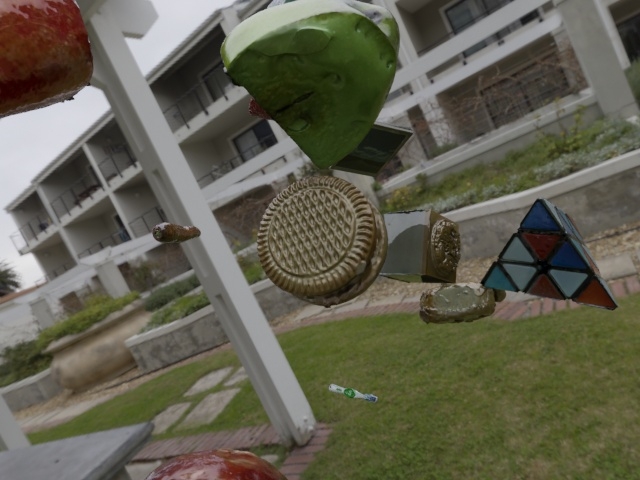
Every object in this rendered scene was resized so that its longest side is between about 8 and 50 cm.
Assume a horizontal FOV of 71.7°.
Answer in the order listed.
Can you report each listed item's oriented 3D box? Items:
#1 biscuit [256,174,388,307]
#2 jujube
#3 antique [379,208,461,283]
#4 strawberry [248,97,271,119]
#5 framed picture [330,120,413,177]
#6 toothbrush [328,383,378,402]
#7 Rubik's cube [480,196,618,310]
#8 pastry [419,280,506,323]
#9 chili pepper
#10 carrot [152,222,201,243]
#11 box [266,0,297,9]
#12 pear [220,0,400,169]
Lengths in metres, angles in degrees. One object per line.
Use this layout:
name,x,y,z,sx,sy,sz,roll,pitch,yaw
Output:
biscuit,0.000,0.000,0.844,0.259,0.259,0.079,-24,-24,15
jujube,-0.131,0.384,0.572,0.223,0.223,0.318,-26,-26,-8
antique,0.224,0.017,0.983,0.148,0.146,0.152,-2,-13,42
strawberry,-0.098,-0.366,1.119,0.192,0.085,0.140,-30,-8,3
framed picture,0.162,-0.303,1.472,0.189,0.023,0.260,7,-29,-20
toothbrush,0.092,0.467,1.355,0.030,0.030,0.304,-28,0,-25
Rubik's cube,0.511,-0.030,0.968,0.284,0.234,0.250,13,57,45
pastry,0.371,0.166,1.175,0.229,0.100,0.218,-3,-16,-5
chili pepper,-0.468,-0.226,0.546,0.229,0.252,0.305,-57,4,45
carrot,-0.255,-0.012,0.807,0.036,0.035,0.165,-25,-5,8
box,-0.109,-0.633,1.288,0.153,0.092,0.245,-64,26,-5
pear,0.009,-0.363,0.904,0.318,0.238,0.342,-31,-40,16
